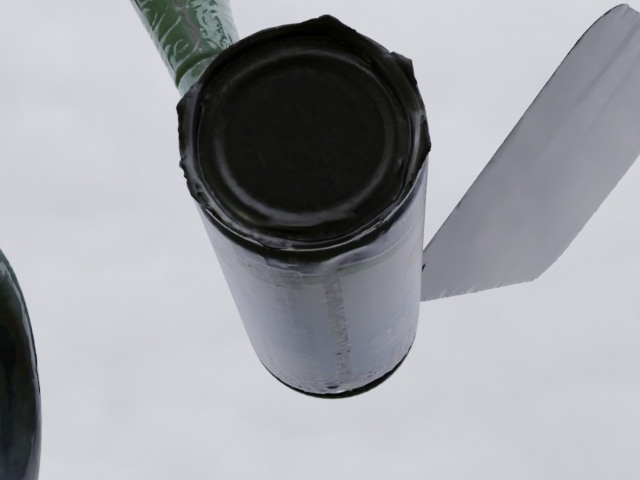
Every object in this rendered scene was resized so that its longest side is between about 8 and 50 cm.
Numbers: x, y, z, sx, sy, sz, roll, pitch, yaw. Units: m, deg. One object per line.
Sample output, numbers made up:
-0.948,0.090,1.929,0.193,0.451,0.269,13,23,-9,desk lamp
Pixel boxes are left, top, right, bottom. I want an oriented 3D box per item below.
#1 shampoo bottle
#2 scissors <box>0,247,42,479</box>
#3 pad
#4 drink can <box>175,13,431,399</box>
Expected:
-0.073,-0.132,0.619,0.069,0.191,0.041,-7,-29,-31,shampoo bottle
-0.095,0.204,0.367,0.029,0.256,0.383,-1,-51,14,scissors
0.187,-0.097,0.937,0.063,0.375,0.315,42,-73,19,pad
0.000,0.000,0.557,0.097,0.097,0.235,2,-21,5,drink can
